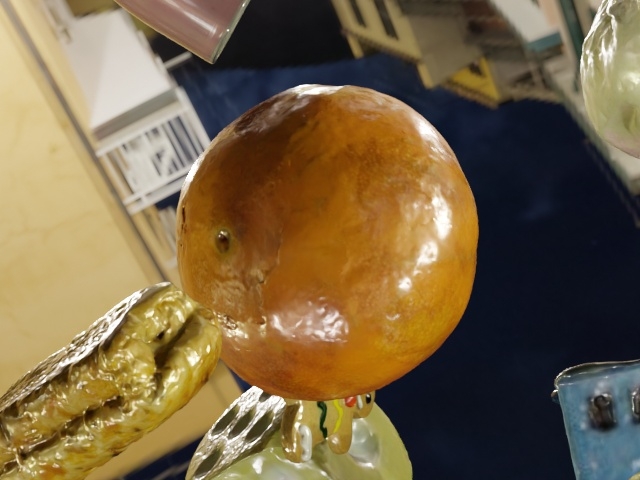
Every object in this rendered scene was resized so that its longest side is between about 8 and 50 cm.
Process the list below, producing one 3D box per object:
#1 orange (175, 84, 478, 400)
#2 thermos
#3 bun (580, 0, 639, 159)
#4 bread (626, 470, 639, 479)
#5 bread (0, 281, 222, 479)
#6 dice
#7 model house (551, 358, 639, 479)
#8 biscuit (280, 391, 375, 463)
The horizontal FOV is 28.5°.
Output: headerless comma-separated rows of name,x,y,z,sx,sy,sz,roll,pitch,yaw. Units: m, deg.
orange,0.000,0.000,1.113,0.284,0.284,0.226,4,-179,41
thermos,-0.198,-0.344,1.465,0.176,0.265,0.146,-62,-173,-22
bun,0.463,-0.268,1.578,0.213,0.361,0.361,38,-117,25
bread,0.330,0.281,1.179,0.117,0.064,0.156,26,-133,-3
bread,-0.161,0.112,0.873,0.211,0.083,0.114,-36,-173,34
dice,-0.029,0.329,1.744,0.233,0.238,0.227,-36,-165,26
model house,0.422,0.301,1.552,0.237,0.215,0.303,-10,-103,11
biscuit,0.015,0.194,1.585,0.035,0.158,0.240,-6,180,28
